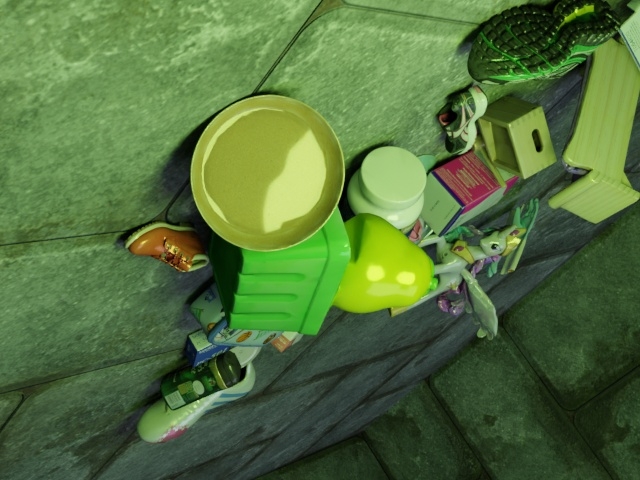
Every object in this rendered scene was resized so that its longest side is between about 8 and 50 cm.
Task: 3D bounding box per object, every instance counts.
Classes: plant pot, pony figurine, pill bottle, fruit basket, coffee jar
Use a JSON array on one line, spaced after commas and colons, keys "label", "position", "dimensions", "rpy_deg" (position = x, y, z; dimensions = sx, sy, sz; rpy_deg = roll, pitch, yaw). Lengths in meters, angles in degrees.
[{"label": "plant pot", "position": [-0.080, -0.102, 1.394], "dimensions": [0.236, 0.236, 0.032], "rpy_deg": [-31, -161, -8]}, {"label": "pony figurine", "position": [0.346, 0.088, 2.430], "dimensions": [0.364, 0.302, 0.351], "rpy_deg": [-14, 148, -10]}, {"label": "pill bottle", "position": [0.118, -0.064, 1.822], "dimensions": [0.153, 0.153, 0.264], "rpy_deg": [-26, 159, -20]}, {"label": "fruit basket", "position": [0.008, 0.009, 1.620], "dimensions": [0.392, 0.282, 0.392], "rpy_deg": [-16, 156, -7]}, {"label": "coffee jar", "position": [-0.277, 0.325, 2.163], "dimensions": [0.185, 0.079, 0.096], "rpy_deg": [-23, -168, 6]}]

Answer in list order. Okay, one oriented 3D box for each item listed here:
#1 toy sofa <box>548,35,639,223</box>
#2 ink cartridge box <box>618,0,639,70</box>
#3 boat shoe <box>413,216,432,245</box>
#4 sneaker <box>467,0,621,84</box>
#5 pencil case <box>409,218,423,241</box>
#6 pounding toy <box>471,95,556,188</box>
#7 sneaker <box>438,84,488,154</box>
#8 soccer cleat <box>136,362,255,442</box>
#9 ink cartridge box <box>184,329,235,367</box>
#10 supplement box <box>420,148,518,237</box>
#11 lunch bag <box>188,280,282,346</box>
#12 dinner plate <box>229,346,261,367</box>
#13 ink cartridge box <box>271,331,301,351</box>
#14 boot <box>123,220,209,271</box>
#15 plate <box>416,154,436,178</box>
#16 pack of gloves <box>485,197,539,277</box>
[{"label": "toy sofa", "position": [0.559, -0.235, 1.877], "dimensions": [0.150, 0.177, 0.362], "rpy_deg": [-43, -155, 63]}, {"label": "ink cartridge box", "position": [0.693, -0.412, 1.822], "dimensions": [0.224, 0.045, 0.223], "rpy_deg": [-43, 121, -4]}, {"label": "boat shoe", "position": [0.166, 0.032, 2.180], "dimensions": [0.099, 0.116, 0.319], "rpy_deg": [-6, 142, -45]}, {"label": "sneaker", "position": [0.389, -0.329, 1.648], "dimensions": [0.344, 0.134, 0.146], "rpy_deg": [-21, 157, -33]}, {"label": "pencil case", "position": [0.136, 0.009, 2.074], "dimensions": [0.209, 0.098, 0.095], "rpy_deg": [-37, -170, 37]}, {"label": "pounding toy", "position": [0.394, -0.202, 1.919], "dimensions": [0.094, 0.206, 0.181], "rpy_deg": [-29, 117, -11]}, {"label": "sneaker", "position": [0.260, -0.233, 1.798], "dimensions": [0.077, 0.072, 0.178], "rpy_deg": [-15, 148, -15]}, {"label": "soccer cleat", "position": [-0.309, 0.376, 2.287], "dimensions": [0.331, 0.116, 0.143], "rpy_deg": [-27, 146, -28]}, {"label": "ink cartridge box", "position": [-0.207, 0.213, 2.123], "dimensions": [0.207, 0.046, 0.097], "rpy_deg": [-24, 158, -26]}, {"label": "supplement box", "position": [0.319, -0.115, 2.036], "dimensions": [0.220, 0.114, 0.111], "rpy_deg": [-26, 160, -38]}, {"label": "lunch bag", "position": [-0.120, 0.117, 1.943], "dimensions": [0.243, 0.115, 0.303], "rpy_deg": [-41, 160, 14]}, {"label": "dinner plate", "position": [-0.194, 0.263, 2.229], "dimensions": [0.141, 0.017, 0.141], "rpy_deg": [-22, 135, -24]}, {"label": "ink cartridge box", "position": [-0.038, 0.157, 2.153], "dimensions": [0.198, 0.067, 0.115], "rpy_deg": [-54, 169, 20]}, {"label": "boot", "position": [-0.252, 0.015, 1.538], "dimensions": [0.158, 0.084, 0.059], "rpy_deg": [-4, 147, -51]}, {"label": "plate", "position": [0.175, -0.115, 1.982], "dimensions": [0.188, 0.024, 0.188], "rpy_deg": [-29, 160, -12]}, {"label": "pack of gloves", "position": [0.512, -0.013, 2.534], "dimensions": [0.232, 0.046, 0.195], "rpy_deg": [-65, -170, -16]}]
